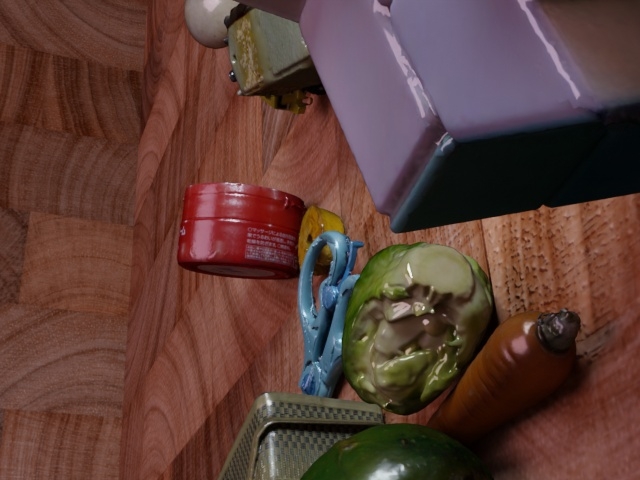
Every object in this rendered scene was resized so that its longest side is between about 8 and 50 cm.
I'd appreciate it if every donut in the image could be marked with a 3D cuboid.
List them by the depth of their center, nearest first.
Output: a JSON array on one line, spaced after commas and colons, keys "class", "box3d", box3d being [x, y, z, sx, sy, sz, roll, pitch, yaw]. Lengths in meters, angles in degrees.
[{"class": "donut", "box3d": [0.000, 0.000, 1.301, 0.108, 0.043, 0.097, 147, 126, -65]}]

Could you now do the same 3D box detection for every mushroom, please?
[{"class": "mushroom", "box3d": [-0.148, -0.449, 1.741, 0.226, 0.178, 0.226, -27, 41, 27]}]

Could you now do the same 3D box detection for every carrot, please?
[{"class": "carrot", "box3d": [0.140, 0.144, 0.830, 0.336, 0.069, 0.069, 119, 152, -53]}]

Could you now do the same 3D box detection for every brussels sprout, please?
[{"class": "brussels sprout", "box3d": [0.089, 0.071, 0.876, 0.183, 0.131, 0.145, -61, -7, 32]}]

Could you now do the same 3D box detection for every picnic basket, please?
[{"class": "picnic basket", "box3d": [-0.029, 0.307, 1.071, 0.139, 0.165, 0.266, -100, 27, -45]}]

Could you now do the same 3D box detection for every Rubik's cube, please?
[{"class": "Rubik's cube", "box3d": [0.158, -0.202, 0.522, 0.368, 0.387, 0.358, 68, 152, 24]}]

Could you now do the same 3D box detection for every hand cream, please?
[{"class": "hand cream", "box3d": [-0.123, -0.011, 1.430, 0.193, 0.193, 0.125, 158, 119, -67]}]

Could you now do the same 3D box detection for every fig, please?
[{"class": "fig", "box3d": [0.059, 0.257, 0.840, 0.245, 0.195, 0.195, 173, 105, -78]}]

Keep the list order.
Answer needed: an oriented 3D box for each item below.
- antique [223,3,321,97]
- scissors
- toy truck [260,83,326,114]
[{"class": "antique", "box3d": [-0.029, -0.268, 1.216, 0.284, 0.150, 0.125, -9, 91, 54]}, {"class": "scissors", "box3d": [-0.006, 0.174, 1.227, 0.180, 0.032, 0.392, 48, 130, 51]}, {"class": "toy truck", "box3d": [-0.031, -0.329, 1.366, 0.136, 0.111, 0.285, 42, 131, 43]}]
